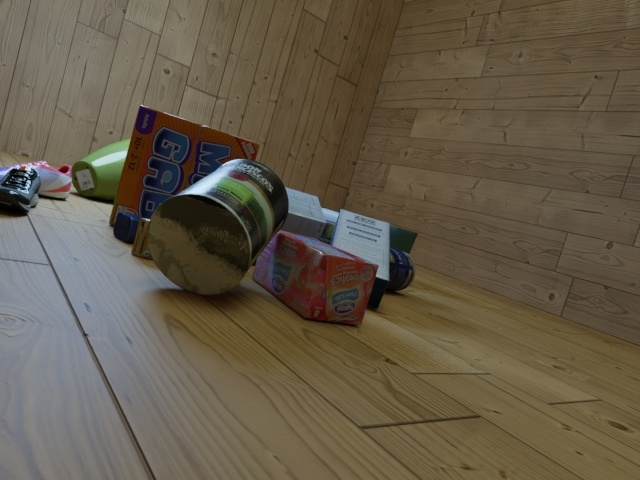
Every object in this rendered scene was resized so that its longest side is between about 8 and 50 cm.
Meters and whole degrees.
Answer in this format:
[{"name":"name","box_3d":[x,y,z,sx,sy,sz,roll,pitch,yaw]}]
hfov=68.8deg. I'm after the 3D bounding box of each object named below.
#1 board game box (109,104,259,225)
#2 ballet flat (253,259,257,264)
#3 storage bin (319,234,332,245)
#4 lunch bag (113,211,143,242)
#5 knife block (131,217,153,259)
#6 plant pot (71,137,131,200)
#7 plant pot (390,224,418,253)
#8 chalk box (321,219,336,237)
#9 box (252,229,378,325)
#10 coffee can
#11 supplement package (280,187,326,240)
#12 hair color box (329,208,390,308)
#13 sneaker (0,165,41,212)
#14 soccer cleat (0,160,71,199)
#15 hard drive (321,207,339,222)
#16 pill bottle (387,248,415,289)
[{"name":"board game box","box_3d":[-0.436,-0.194,1.542,0.355,0.357,0.356,15,5,-15]},{"name":"ballet flat","box_3d":[-0.191,0.046,1.424,0.249,0.084,0.058,14,-32,-12]},{"name":"storage bin","box_3d":[0.006,0.046,1.735,0.084,0.122,0.180,15,4,-13]},{"name":"lunch bag","box_3d":[-0.479,-0.030,1.205,0.098,0.067,0.065,21,7,39]},{"name":"knife block","box_3d":[-0.327,0.006,1.199,0.275,0.088,0.242,15,4,-21]},{"name":"plant pot","box_3d":[-0.840,-0.269,1.896,0.274,0.275,0.293,18,20,15]},{"name":"plant pot","box_3d":[0.269,0.035,2.137,0.292,0.235,0.293,17,4,-1]},{"name":"chalk box","box_3d":[0.000,0.000,1.935,0.288,0.181,0.179,19,5,11]},{"name":"box","box_3d":[-0.025,0.074,1.088,0.154,0.142,0.300,14,5,-33]},{"name":"coffee can","box_3d":[-0.196,-0.039,0.967,0.201,0.202,0.275,17,25,4]},{"name":"supplement package","box_3d":[-0.149,-0.065,1.662,0.262,0.199,0.198,15,29,-20]},{"name":"hair color box","box_3d":[0.111,0.042,1.397,0.173,0.105,0.347,17,30,0]},{"name":"sneaker","box_3d":[-0.773,-0.135,1.184,0.100,0.108,0.271,17,5,-26]},{"name":"soccer cleat","box_3d":[-0.904,-0.200,1.439,0.108,0.117,0.318,18,4,15]},{"name":"hard drive","box_3d":[-0.021,-0.047,2.190,0.047,0.233,0.352,-23,30,-38]},{"name":"pill bottle","box_3d":[0.210,0.097,1.662,0.153,0.153,0.264,20,6,42]}]
